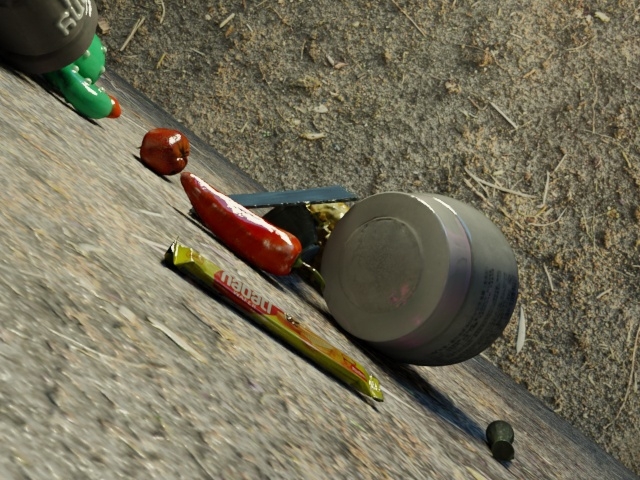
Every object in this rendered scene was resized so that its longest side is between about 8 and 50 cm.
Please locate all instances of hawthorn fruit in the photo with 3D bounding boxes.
[{"bbox_3d":[-0.274,-0.154,1.575,0.093,0.093,0.093,37,3,-3],"label":"hawthorn fruit"}]

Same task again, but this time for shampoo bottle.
[{"bbox_3d":[0.159,0.059,1.432,0.273,0.273,0.266,40,12,38],"label":"shampoo bottle"}]

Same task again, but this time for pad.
[{"bbox_3d":[-0.079,-0.070,1.507,0.269,0.012,0.269,-4,8,-2],"label":"pad"}]

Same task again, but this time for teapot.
[{"bbox_3d":[0.263,0.293,1.320,0.043,0.042,0.111,38,6,6],"label":"teapot"},{"bbox_3d":[-0.055,-0.007,1.558,0.108,0.111,0.149,53,1,12],"label":"teapot"}]

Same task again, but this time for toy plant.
[{"bbox_3d":[-0.453,-0.350,1.531,0.279,0.185,0.400,44,-10,11],"label":"toy plant"}]

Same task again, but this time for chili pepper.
[{"bbox_3d":[-0.103,-0.009,1.345,0.272,0.071,0.063,35,-1,2],"label":"chili pepper"}]

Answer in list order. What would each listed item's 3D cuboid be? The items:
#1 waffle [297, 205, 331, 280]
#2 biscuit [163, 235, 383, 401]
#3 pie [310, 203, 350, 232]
[{"bbox_3d":[0.000,0.000,1.636,0.046,0.160,0.192,-16,17,-38],"label":"waffle"},{"bbox_3d":[-0.047,0.090,0.982,0.292,0.026,0.048,36,23,-17],"label":"biscuit"},{"bbox_3d":[0.063,0.028,1.767,0.315,0.092,0.315,50,-11,13],"label":"pie"}]
